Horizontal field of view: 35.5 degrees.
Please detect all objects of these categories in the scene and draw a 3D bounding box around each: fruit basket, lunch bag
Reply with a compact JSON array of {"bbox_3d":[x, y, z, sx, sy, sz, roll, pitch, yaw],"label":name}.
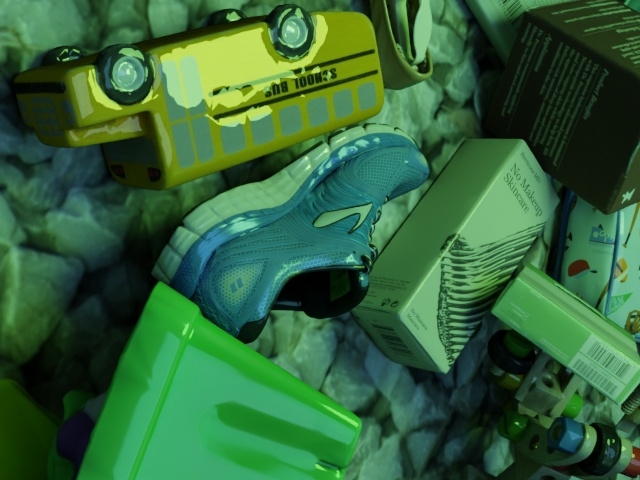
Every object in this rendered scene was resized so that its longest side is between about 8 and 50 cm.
[{"bbox_3d":[-0.184,0.171,0.776,0.392,0.392,0.282,28,77,-39],"label":"fruit basket"},{"bbox_3d":[0.454,0.024,1.408,0.303,0.115,0.243,10,86,-41],"label":"lunch bag"}]

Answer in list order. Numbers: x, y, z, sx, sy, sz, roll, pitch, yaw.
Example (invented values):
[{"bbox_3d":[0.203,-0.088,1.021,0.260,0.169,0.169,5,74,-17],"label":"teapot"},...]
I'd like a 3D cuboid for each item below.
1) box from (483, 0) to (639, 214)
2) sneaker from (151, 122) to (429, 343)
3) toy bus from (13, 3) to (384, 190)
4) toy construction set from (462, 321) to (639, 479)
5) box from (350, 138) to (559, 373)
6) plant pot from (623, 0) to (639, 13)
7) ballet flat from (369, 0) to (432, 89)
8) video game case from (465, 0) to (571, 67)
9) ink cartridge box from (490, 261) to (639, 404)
[{"bbox_3d":[0.338,-0.167,1.188,0.167,0.203,0.168,-18,138,-38],"label":"box"},{"bbox_3d":[0.000,0.000,0.957,0.330,0.130,0.147,-33,79,-38],"label":"sneaker"},{"bbox_3d":[-0.098,-0.136,0.912,0.333,0.108,0.130,-24,112,-37],"label":"toy bus"},{"bbox_3d":[0.304,0.241,1.262,0.309,0.257,0.237,6,130,-31],"label":"toy construction set"},{"bbox_3d":[0.157,0.012,1.159,0.275,0.094,0.113,-53,123,-22],"label":"box"},{"bbox_3d":[0.548,-0.217,1.374,0.293,0.293,0.196,-58,154,-19],"label":"plant pot"},{"bbox_3d":[0.088,-0.279,1.075,0.080,0.073,0.232,-19,107,-38],"label":"ballet flat"},{"bbox_3d":[0.258,-0.414,1.172,0.300,0.036,0.329,-44,123,-5],"label":"video game case"},{"bbox_3d":[0.291,0.100,1.178,0.056,0.171,0.235,-56,170,9],"label":"ink cartridge box"}]
